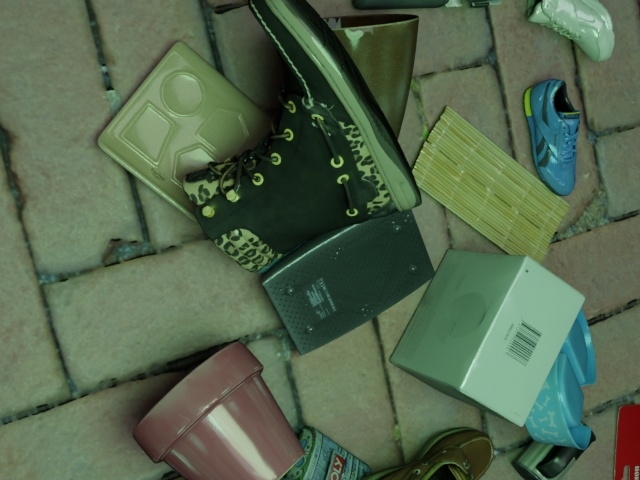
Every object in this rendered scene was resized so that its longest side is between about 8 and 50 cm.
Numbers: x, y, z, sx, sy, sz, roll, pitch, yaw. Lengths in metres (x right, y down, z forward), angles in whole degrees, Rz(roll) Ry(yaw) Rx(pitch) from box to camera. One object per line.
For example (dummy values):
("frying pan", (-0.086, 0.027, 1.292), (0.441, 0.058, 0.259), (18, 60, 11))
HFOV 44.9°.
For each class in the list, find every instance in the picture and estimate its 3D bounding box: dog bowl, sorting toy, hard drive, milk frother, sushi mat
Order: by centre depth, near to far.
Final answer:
("sorting toy", (-0.197, -0.160, 1.153), (0.193, 0.038, 0.208), (39, 74, -18))
("hard drive", (0.043, 0.051, 1.203), (0.255, 0.054, 0.172), (-30, 123, -8))
("dog bowl", (0.395, 0.217, 1.292), (0.166, 0.074, 0.297), (62, 32, -21))
("sushi mat", (0.298, -0.086, 1.352), (0.316, 0.019, 0.151), (34, 79, -19))
("milk frother", (0.392, 0.348, 1.374), (0.143, 0.129, 0.135), (38, 74, 26))

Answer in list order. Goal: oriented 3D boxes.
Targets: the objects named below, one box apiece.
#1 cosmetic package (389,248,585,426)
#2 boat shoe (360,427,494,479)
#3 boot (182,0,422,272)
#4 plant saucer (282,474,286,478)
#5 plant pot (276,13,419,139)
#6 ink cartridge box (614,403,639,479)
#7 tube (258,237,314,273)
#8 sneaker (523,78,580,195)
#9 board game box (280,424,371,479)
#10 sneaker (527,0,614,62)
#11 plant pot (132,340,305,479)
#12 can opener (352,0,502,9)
("cosmetic package", (0.259, 0.145, 1.236), (0.138, 0.225, 0.224), (33, 81, -21))
("boat shoe", (0.197, 0.390, 1.243), (0.307, 0.104, 0.110), (-17, 96, -40))
("boot", (-0.060, -0.129, 1.036), (0.284, 0.138, 0.377), (-27, 129, 14))
("plant saucer", (-0.095, 0.488, 1.137), (0.318, 0.044, 0.317), (12, 73, -44))
("plant pot", (0.045, -0.213, 1.168), (0.215, 0.215, 0.230), (-13, 111, -20))
("ink cartridge box", (0.706, 0.468, 1.471), (0.272, 0.130, 0.309), (1, 92, -20))
("tube", (0.000, 0.000, 1.226), (0.207, 0.052, 0.080), (-8, 105, -18))
("sneaker", (0.420, -0.179, 1.359), (0.069, 0.082, 0.209), (-20, 99, -31))
("board game box", (-0.008, 0.390, 1.172), (0.194, 0.060, 0.194), (43, 54, -33))
("sneaker", (0.421, -0.399, 1.363), (0.115, 0.090, 0.232), (-37, 95, -9))
("plant pot", (-0.127, 0.272, 1.076), (0.201, 0.201, 0.180), (-40, 81, -15))
("can opener", (0.193, -0.422, 1.259), (0.283, 0.095, 0.076), (-8, 94, -21))
